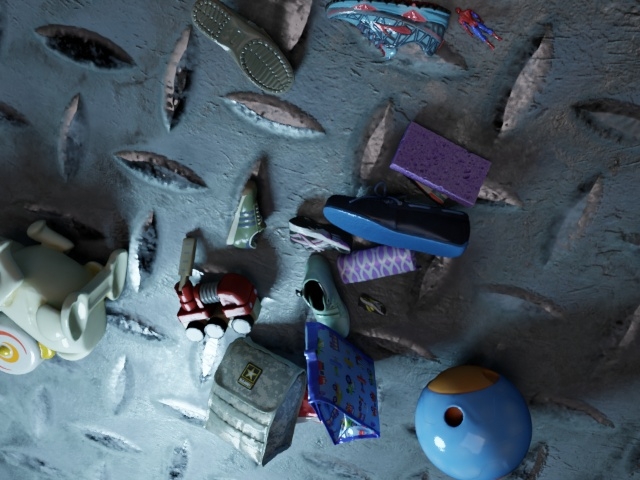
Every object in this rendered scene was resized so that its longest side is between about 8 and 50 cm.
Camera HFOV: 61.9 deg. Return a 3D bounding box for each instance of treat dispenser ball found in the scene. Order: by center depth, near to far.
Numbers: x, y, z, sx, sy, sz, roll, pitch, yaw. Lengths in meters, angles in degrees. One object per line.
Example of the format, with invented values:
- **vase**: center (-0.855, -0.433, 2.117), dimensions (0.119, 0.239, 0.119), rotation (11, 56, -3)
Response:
- **treat dispenser ball**: center (0.388, 0.465, 1.369), dimensions (0.289, 0.288, 0.287), rotation (4, 113, 9)

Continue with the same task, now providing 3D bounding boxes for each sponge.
- **sponge**: center (0.274, -0.174, 1.223), dimensions (0.210, 0.031, 0.117), rotation (27, 77, -2)

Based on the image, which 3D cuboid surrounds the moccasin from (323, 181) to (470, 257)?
- **moccasin**: center (0.182, -0.053, 1.271), dimensions (0.342, 0.137, 0.116), rotation (17, 70, 4)

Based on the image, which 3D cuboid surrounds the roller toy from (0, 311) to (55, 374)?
- **roller toy**: center (-0.910, 0.301, 1.616), dimensions (0.191, 0.146, 0.209), rotation (-41, 101, 23)

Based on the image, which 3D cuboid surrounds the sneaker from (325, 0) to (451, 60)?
- **sneaker**: center (0.134, -0.446, 1.127), dimensions (0.262, 0.104, 0.125), rotation (11, 116, 6)

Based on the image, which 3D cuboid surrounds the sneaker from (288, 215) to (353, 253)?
- **sneaker**: center (0.000, 0.000, 1.365), dimensions (0.178, 0.072, 0.077), rotation (23, 124, 19)

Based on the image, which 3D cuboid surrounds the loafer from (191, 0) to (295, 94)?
- **loafer**: center (-0.162, -0.442, 1.194), dimensions (0.102, 0.092, 0.269), rotation (-37, 118, 24)

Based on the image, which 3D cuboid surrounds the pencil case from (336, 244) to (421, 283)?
- **pencil case**: center (0.144, 0.051, 1.346), dimensions (0.206, 0.088, 0.086), rotation (-12, 114, 14)

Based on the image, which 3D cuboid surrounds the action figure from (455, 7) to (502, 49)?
- **action figure**: center (0.330, -0.452, 1.129), dimensions (0.115, 0.030, 0.038), rotation (41, 108, -3)

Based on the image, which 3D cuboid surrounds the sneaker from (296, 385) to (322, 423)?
- **sneaker**: center (-0.024, 0.458, 1.555), dimensions (0.222, 0.087, 0.128), rotation (-19, 110, 16)

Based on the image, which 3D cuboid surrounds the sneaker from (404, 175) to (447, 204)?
- **sneaker**: center (0.250, -0.160, 1.262), dimensions (0.161, 0.057, 0.075), rotation (42, 94, -5)

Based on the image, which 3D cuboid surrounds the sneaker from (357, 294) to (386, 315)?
- **sneaker**: center (0.138, 0.178, 1.437), dimensions (0.083, 0.031, 0.035), rotation (35, 128, -1)

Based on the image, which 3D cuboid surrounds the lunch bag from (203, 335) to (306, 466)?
- **lunch bag**: center (-0.181, 0.437, 1.503), dimensions (0.236, 0.169, 0.286), rotation (21, 106, 28)

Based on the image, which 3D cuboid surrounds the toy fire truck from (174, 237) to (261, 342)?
- **toy fire truck**: center (-0.294, 0.123, 1.442), dimensions (0.217, 0.158, 0.246), rotation (-11, 121, 15)

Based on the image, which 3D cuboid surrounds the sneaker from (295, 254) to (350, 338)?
- **sneaker**: center (0.006, 0.180, 1.393), dimensions (0.094, 0.151, 0.255), rotation (-14, 111, 14)

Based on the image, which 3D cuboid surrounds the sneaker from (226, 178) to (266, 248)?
- **sneaker**: center (-0.176, -0.060, 1.376), dimensions (0.086, 0.064, 0.192), rotation (20, 115, -7)

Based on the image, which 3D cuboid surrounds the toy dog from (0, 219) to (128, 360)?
- **toy dog**: center (-0.787, 0.125, 1.480), dimensions (0.408, 0.284, 0.395), rotation (21, 133, 2)

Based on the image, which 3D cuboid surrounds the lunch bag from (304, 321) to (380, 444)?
- **lunch bag**: center (0.038, 0.355, 1.366), dimensions (0.138, 0.220, 0.293), rotation (-17, 135, 16)
